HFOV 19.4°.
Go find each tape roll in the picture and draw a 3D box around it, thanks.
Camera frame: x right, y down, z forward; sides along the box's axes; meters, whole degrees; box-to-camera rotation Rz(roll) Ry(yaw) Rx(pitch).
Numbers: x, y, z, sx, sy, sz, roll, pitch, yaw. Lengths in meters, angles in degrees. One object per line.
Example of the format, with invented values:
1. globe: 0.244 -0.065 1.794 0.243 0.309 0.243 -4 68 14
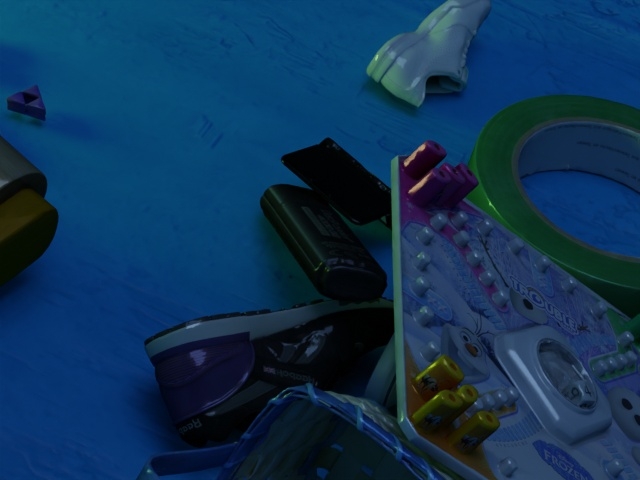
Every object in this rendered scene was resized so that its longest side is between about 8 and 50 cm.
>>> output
1. tape roll: 0.313 -0.032 2.062 0.321 0.077 0.321 10 42 -9

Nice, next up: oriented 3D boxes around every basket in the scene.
1. basket: 0.013 0.246 1.533 0.254 0.201 0.289 38 15 23

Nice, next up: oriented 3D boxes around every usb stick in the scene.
1. usb stick: 0.000 0.000 1.861 0.077 0.045 0.278 12 14 -17

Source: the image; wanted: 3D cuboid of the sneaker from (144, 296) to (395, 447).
1. sneaker: -0.033 0.130 1.772 0.283 0.107 0.124 -8 76 -37

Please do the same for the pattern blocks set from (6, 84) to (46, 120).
1. pattern blocks set: -0.440 -0.122 1.940 0.324 0.026 0.285 -18 52 -34

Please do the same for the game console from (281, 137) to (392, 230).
1. game console: 0.026 -0.045 1.979 0.071 0.107 0.122 -40 64 -16

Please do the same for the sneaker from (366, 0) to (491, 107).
1. sneaker: 0.149 -0.221 2.229 0.094 0.080 0.212 43 53 11

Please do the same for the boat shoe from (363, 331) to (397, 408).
1. boat shoe: 0.122 0.102 1.842 0.075 0.083 0.226 28 41 14

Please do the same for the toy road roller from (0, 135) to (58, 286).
1. toy road roller: -0.396 -0.047 1.685 0.202 0.241 0.329 40 50 15

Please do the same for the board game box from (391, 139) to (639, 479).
1. board game box: 0.227 0.124 1.731 0.390 0.050 0.390 34 32 -23
